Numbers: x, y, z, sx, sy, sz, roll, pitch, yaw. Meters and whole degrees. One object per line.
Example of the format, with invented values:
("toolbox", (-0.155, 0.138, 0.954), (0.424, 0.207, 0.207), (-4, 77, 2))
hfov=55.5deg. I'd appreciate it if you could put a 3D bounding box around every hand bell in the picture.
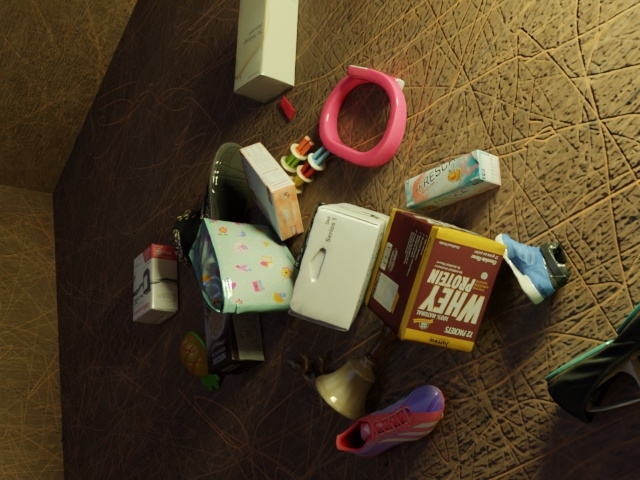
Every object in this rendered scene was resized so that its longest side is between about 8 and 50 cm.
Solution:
("hand bell", (0.108, 0.226, 1.217), (0.242, 0.126, 0.126), (-54, 41, 11))

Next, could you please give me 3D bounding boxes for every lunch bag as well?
("lunch bag", (-0.183, 0.084, 1.514), (0.160, 0.223, 0.262), (-60, 42, 33))

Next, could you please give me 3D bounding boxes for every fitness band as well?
("fitness band", (0.095, -0.281, 1.383), (0.291, 0.054, 0.209), (36, 113, 52))

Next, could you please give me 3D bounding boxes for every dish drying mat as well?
("dish drying mat", (-0.091, -0.366, 1.685), (0.032, 0.008, 0.083), (-59, 42, 27))

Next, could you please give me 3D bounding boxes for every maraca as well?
("maraca", (-0.347, 0.352, 1.780), (0.127, 0.099, 0.186), (-32, 83, 52))

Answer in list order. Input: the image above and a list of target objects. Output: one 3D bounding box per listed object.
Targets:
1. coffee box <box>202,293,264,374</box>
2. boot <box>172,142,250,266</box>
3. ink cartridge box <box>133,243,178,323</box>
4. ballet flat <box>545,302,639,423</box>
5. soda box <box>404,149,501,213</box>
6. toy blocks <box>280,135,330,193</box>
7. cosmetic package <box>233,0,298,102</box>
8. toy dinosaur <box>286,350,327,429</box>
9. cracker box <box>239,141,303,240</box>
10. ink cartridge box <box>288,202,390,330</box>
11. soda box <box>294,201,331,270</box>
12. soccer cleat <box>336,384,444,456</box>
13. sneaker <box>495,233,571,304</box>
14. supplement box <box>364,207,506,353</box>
("coffee box", (-0.241, 0.227, 1.660), (0.141, 0.098, 0.246), (-36, 54, 43))
("boot", (-0.333, -0.089, 1.842), (0.284, 0.138, 0.377), (-8, 81, 52))
("ink cartridge box", (-0.578, 0.155, 2.129), (0.172, 0.100, 0.237), (-31, 57, 46))
("ballet flat", (0.421, 0.153, 0.808), (0.096, 0.095, 0.280), (59, 138, 30))
("soda box", (0.240, -0.105, 1.127), (0.183, 0.063, 0.058), (-22, 64, 49))
("toy blocks", (-0.034, -0.208, 1.529), (0.148, 0.054, 0.123), (-43, 50, 39))
("cosmetic package", (-0.154, -0.573, 1.735), (0.160, 0.113, 0.309), (-14, 70, 51))
("toy dinosaur", (-0.015, 0.314, 1.383), (0.211, 0.064, 0.112), (-134, 45, -59))
("cracker box", (-0.127, -0.129, 1.563), (0.232, 0.067, 0.156), (53, 159, 46))
("ink cartridge box", (0.047, 0.040, 1.173), (0.117, 0.278, 0.201), (17, 98, 9))
("soda box", (0.000, 0.000, 1.426), (0.053, 0.060, 0.169), (38, 112, 49))
("soccer cleat", (0.130, 0.343, 1.137), (0.248, 0.095, 0.083), (-44, 50, 39))
("sneaker", (0.342, 0.025, 0.969), (0.084, 0.058, 0.152), (-38, 32, 18))
("supplement box", (0.189, 0.063, 1.053), (0.194, 0.129, 0.191), (-140, 65, -71))
